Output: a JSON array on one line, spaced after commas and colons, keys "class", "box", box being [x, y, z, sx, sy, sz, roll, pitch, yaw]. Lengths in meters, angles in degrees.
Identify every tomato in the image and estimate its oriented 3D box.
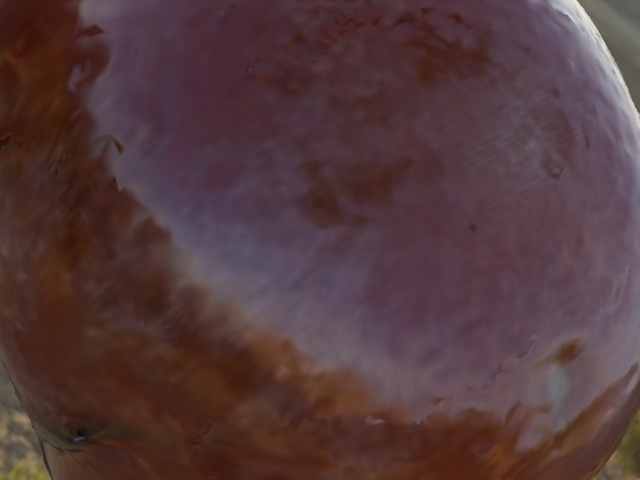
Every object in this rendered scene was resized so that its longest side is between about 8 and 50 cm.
[{"class": "tomato", "box": [0.000, 0.000, 0.441, 0.265, 0.265, 0.265, 35, 22, -17]}]
